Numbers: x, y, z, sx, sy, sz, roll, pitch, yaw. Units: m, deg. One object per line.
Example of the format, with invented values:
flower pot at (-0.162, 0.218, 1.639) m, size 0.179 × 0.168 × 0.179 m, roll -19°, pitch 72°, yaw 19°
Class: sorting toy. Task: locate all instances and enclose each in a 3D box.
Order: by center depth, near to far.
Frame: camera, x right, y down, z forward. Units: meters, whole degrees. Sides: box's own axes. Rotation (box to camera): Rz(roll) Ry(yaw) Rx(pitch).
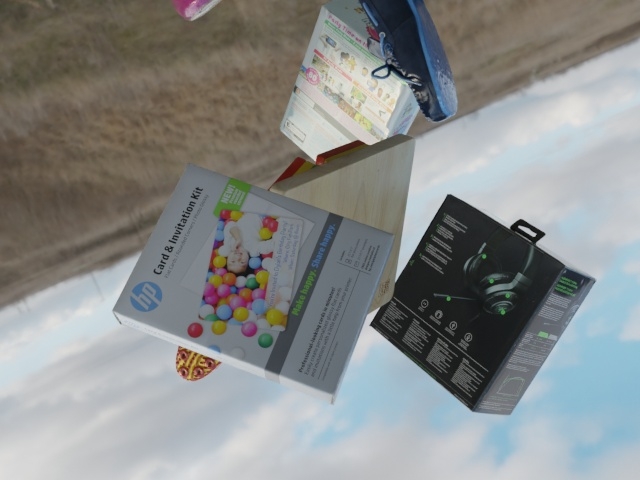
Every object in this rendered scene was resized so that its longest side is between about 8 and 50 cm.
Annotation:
sorting toy at (0.000, 0.000, 1.078) m, size 0.089 × 0.257 × 0.255 m, roll 27°, pitch -144°, yaw 33°

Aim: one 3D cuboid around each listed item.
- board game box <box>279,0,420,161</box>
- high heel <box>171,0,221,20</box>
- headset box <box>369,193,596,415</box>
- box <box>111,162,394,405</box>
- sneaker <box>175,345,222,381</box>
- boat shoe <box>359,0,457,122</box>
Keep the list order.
board game box at (0.065, -0.263, 1.522) m, size 0.097 × 0.224 × 0.303 m, roll -36°, pitch 162°, yaw -38°
high heel at (-0.108, -0.259, 0.643) m, size 0.082 × 0.117 × 0.244 m, roll -29°, pitch -148°, yaw 21°
headset box at (0.260, 0.093, 1.324) m, size 0.131 × 0.283 × 0.246 m, roll 17°, pitch -165°, yaw -49°
box at (-0.051, 0.031, 0.667) m, size 0.038 × 0.186 × 0.145 m, roll 91°, pitch 21°, yaw -66°
sneaker at (-0.122, 0.103, 1.036) m, size 0.175 × 0.064 × 0.067 m, roll -56°, pitch 173°, yaw 5°
boat shoe at (0.105, -0.271, 1.098) m, size 0.089 × 0.258 × 0.109 m, roll -23°, pitch 169°, yaw 25°
